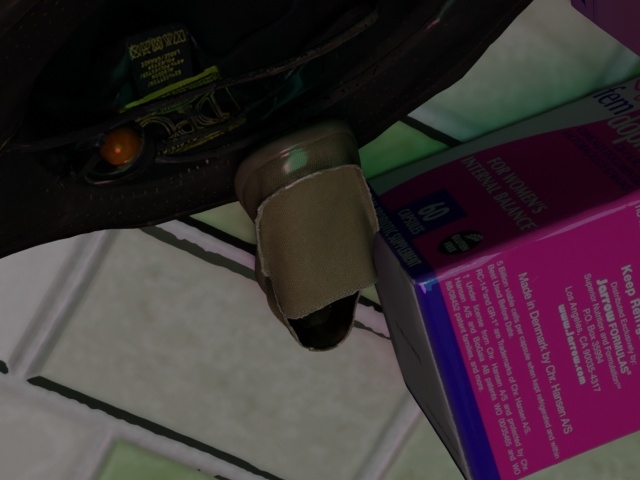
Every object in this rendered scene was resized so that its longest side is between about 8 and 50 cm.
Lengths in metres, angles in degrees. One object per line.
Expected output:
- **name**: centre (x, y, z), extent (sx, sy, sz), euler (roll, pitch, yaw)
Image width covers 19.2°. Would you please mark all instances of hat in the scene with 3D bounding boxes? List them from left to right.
- **hat**: centre (-0.044, -0.114, 0.682), extent (0.331, 0.331, 0.134), euler (-23, 77, -4)

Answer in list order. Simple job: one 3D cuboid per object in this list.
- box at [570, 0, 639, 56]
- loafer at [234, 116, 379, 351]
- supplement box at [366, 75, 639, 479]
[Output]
- **box**: centre (0.174, -0.165, 0.687), extent (0.117, 0.243, 0.213), euler (-14, 115, -8)
- **loafer**: centre (0.000, 0.000, 0.779), extent (0.056, 0.050, 0.148), euler (-25, 156, -7)
- **supplement box**: centre (0.139, 0.004, 0.822), extent (0.220, 0.111, 0.114), euler (-20, 115, -6)
